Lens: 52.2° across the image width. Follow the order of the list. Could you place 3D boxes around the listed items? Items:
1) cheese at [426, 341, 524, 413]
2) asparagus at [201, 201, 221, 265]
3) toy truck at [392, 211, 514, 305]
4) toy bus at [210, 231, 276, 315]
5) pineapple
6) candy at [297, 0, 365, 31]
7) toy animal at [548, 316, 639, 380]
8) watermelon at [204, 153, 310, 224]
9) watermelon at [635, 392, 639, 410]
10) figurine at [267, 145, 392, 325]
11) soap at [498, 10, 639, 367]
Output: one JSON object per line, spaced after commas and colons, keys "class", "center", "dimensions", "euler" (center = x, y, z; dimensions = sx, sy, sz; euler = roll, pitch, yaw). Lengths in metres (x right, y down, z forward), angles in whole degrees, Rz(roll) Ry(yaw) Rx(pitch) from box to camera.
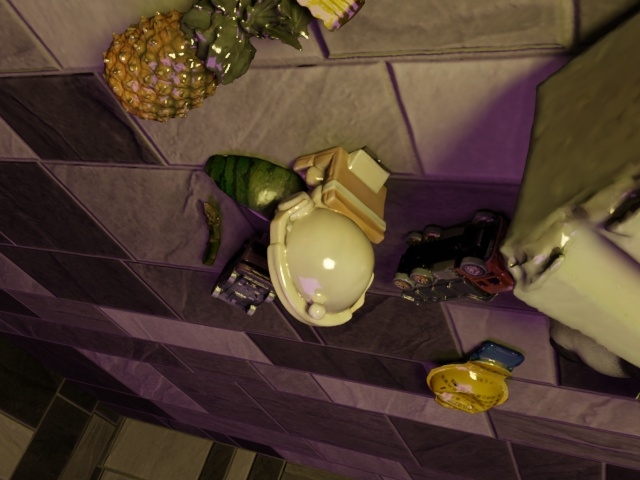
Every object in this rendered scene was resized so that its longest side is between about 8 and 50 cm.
{"class": "cheese", "center": [0.288, 0.256, 1.206], "dimensions": [0.156, 0.064, 0.250], "euler": [22, 142, -4]}
{"class": "asparagus", "center": [-0.186, -0.004, 1.115], "dimensions": [0.034, 0.027, 0.236], "euler": [12, 152, -5]}
{"class": "toy truck", "center": [0.180, 0.031, 0.876], "dimensions": [0.092, 0.083, 0.192], "euler": [37, 149, -25]}
{"class": "toy bus", "center": [-0.120, 0.057, 1.109], "dimensions": [0.086, 0.098, 0.178], "euler": [30, 153, -13]}
{"class": "pineapple", "center": [-0.111, -0.204, 0.654], "dimensions": [0.251, 0.125, 0.125], "euler": [-13, 137, 38]}
{"class": "candy", "center": [0.035, -0.285, 0.442], "dimensions": [0.187, 0.081, 0.297], "euler": [35, 137, -24]}
{"class": "toy animal", "center": [0.351, 0.112, 0.705], "dimensions": [0.121, 0.094, 0.225], "euler": [23, 177, -27]}
{"class": "watermelon", "center": [-0.077, -0.055, 0.905], "dimensions": [0.181, 0.075, 0.092], "euler": [29, 154, -17]}
{"class": "watermelon", "center": [0.549, 0.179, 0.859], "dimensions": [0.231, 0.146, 0.129], "euler": [6, 121, 52]}
{"class": "figurine", "center": [0.003, 0.000, 0.792], "dimensions": [0.141, 0.237, 0.162], "euler": [-19, 136, 40]}
{"class": "soap", "center": [0.411, -0.015, 0.471], "dimensions": [0.435, 0.213, 0.350], "euler": [32, 138, -17]}
